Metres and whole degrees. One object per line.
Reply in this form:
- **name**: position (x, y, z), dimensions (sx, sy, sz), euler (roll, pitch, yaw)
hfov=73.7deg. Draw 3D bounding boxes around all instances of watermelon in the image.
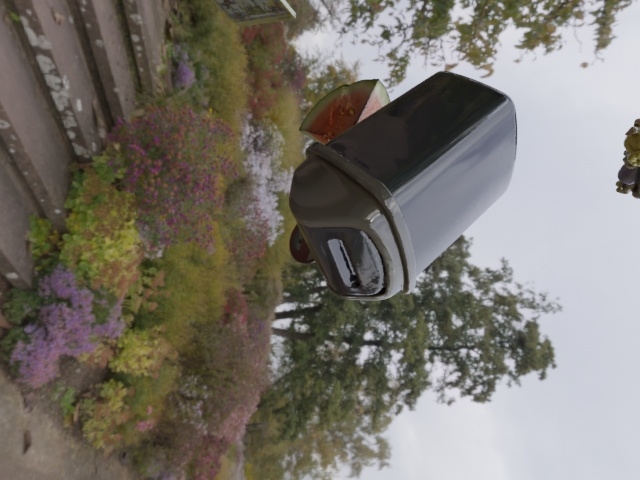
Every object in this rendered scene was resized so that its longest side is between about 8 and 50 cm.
- **watermelon**: position (0.053, -0.238, 0.889), dimensions (0.145, 0.137, 0.193), euler (25, -46, 39)

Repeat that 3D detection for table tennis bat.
- **table tennis bat**: position (0.000, 0.000, 0.780), dimensions (0.154, 0.019, 0.098), euler (11, -101, 42)

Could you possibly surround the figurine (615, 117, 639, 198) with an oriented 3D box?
- **figurine**: position (0.639, -0.184, 0.763), dimensions (0.155, 0.127, 0.236), euler (19, -40, 35)

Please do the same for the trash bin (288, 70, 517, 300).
- **trash bin**: position (0.105, -0.065, 0.559), dimensions (0.182, 0.290, 0.209), euler (42, -15, 40)

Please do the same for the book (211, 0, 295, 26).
- **book**: position (-0.164, -0.496, 0.850), dimensions (0.192, 0.167, 0.013), euler (23, 80, -58)
